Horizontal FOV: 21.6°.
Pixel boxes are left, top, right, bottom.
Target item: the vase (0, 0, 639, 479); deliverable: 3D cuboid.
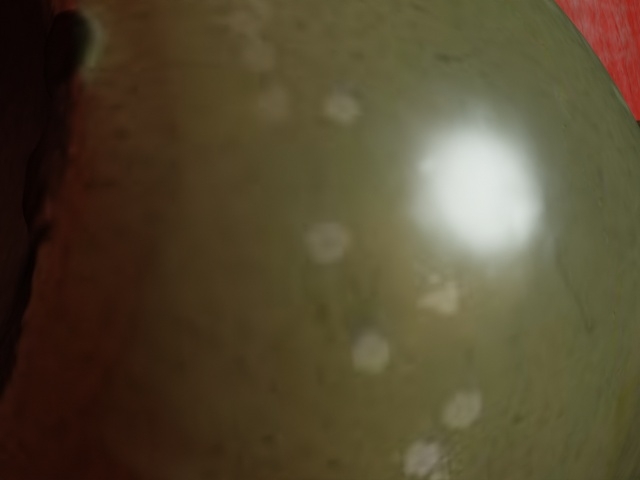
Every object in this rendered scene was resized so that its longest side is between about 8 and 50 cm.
[{"bbox_3d":[0.000,0.000,0.534,0.302,0.240,0.329,13,24,-34],"label":"vase"}]
